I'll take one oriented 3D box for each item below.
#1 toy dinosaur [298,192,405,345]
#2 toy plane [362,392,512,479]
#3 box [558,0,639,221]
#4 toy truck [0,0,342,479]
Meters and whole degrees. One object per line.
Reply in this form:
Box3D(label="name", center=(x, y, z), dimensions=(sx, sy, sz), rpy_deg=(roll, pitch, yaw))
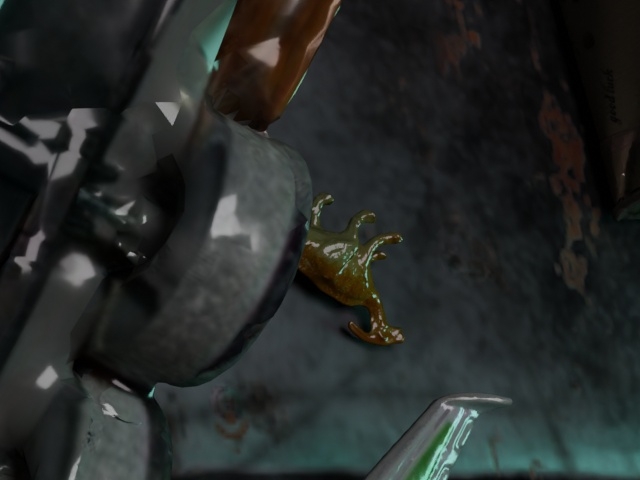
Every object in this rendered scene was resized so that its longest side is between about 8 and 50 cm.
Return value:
Box3D(label="toy dinosaur", center=(0.002, -0.002, 0.701), dimensions=(0.113, 0.026, 0.041), rpy_deg=(49, 63, -22))
Box3D(label="toy plane", center=(0.010, 0.168, 0.579), dimensions=(0.255, 0.101, 0.251), rpy_deg=(15, 61, -30))
Box3D(label="box", center=(0.295, -0.132, 0.874), dimensions=(0.297, 0.225, 0.190), rpy_deg=(1, 67, -40))
Box3D(label="toy truck", center=(-0.095, -0.084, 0.454), dimensions=(0.173, 0.207, 0.387), rpy_deg=(28, 84, -26))
